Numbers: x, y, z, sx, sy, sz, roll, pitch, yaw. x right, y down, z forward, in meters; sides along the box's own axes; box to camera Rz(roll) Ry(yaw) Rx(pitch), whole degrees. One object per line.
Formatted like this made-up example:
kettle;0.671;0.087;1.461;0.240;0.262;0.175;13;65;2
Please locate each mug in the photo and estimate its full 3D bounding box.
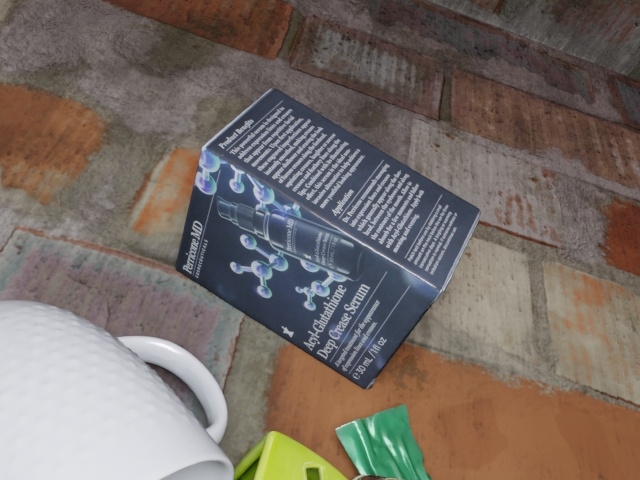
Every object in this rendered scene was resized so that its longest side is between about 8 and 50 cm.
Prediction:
mug;-0.276;0.225;0.744;0.328;0.276;0.374;40;31;26

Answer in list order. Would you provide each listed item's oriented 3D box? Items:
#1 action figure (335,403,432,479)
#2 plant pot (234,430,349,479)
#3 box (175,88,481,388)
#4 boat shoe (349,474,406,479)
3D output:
action figure;0.117;0.367;0.905;0.137;0.063;0.232;-10;62;-30
plant pot;-0.033;0.392;0.718;0.207;0.228;0.227;26;46;-7
box;0.000;0.000;1.017;0.395;0.293;0.212;31;46;7
boat shoe;0.158;0.374;0.824;0.257;0.095;0.095;18;56;-12
